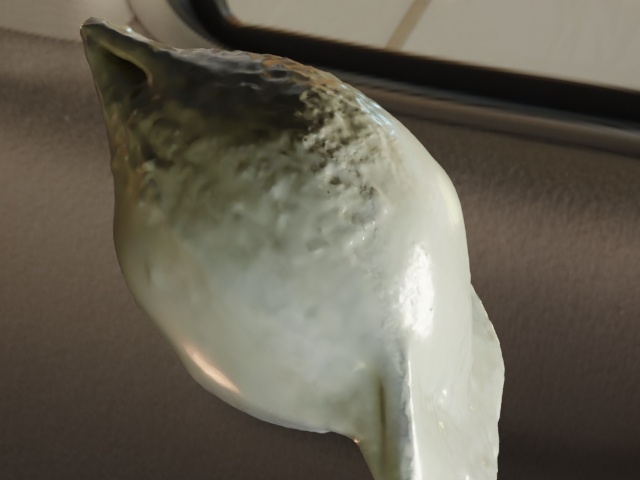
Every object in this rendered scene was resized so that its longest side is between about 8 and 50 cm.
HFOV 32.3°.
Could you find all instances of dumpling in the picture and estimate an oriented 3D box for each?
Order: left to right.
[{"bbox_3d":[-0.003,-0.003,0.434,0.216,0.166,0.126,27,-76,21],"label":"dumpling"}]
